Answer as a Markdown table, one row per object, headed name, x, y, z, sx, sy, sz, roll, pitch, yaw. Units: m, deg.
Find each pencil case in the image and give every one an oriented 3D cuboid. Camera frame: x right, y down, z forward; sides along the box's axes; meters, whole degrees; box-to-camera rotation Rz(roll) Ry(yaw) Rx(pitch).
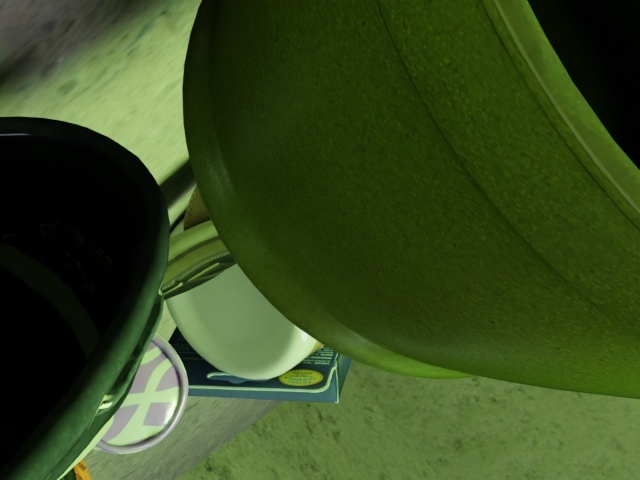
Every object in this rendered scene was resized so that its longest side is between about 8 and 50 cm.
| name | x | y | z | sx | sy | sz | roll | pitch | yaw |
| --- | --- | --- | --- | --- | --- | --- | --- | --- | --- |
| pencil case | -0.143 | 0.100 | 1.194 | 0.088 | 0.086 | 0.206 | -51 | -174 | -12 |

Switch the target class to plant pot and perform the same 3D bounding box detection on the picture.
| name | x | y | z | sx | sy | sz | roll | pitch | yaw |
| --- | --- | --- | --- | --- | --- | --- | --- | --- | --- |
| plant pot | 0.115 | -0.091 | 0.698 | 0.366 | 0.366 | 0.353 | -36 | -175 | -28 |

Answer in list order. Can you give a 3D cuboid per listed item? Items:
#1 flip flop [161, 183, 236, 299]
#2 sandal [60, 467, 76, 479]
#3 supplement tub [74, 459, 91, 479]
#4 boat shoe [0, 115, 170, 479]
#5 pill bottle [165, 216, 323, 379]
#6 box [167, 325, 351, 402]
| name | x | y | z | sx | sy | sz | roll | pitch | yaw |
| --- | --- | --- | --- | --- | --- | --- | --- | --- | --- |
| flip flop | -0.050 | -0.029 | 1.173 | 0.277 | 0.080 | 0.112 | -25 | 172 | 11 |
| sandal | -0.189 | 0.141 | 0.988 | 0.167 | 0.107 | 0.446 | -47 | -174 | 0 |
| supplement tub | -0.262 | 0.215 | 1.377 | 0.117 | 0.117 | 0.190 | -44 | 173 | 30 |
| boat shoe | -0.205 | 0.079 | 0.601 | 0.156 | 0.187 | 0.500 | -52 | 173 | 32 |
| pill bottle | 0.000 | 0.000 | 1.351 | 0.229 | 0.131 | 0.131 | -33 | 170 | -48 |
| box | -0.041 | 0.073 | 1.398 | 0.136 | 0.037 | 0.225 | 2 | -157 | 11 |
